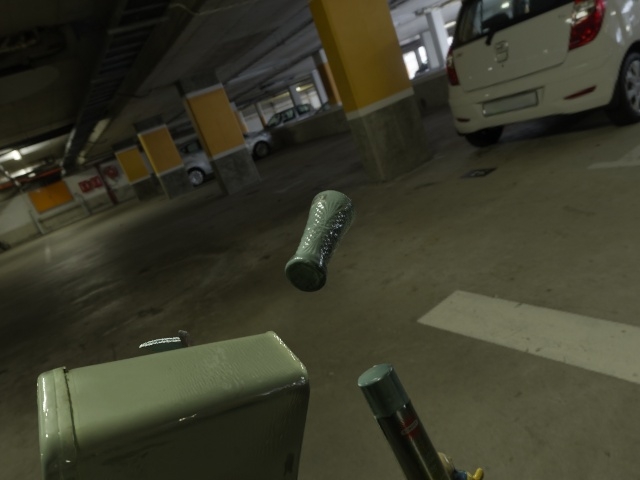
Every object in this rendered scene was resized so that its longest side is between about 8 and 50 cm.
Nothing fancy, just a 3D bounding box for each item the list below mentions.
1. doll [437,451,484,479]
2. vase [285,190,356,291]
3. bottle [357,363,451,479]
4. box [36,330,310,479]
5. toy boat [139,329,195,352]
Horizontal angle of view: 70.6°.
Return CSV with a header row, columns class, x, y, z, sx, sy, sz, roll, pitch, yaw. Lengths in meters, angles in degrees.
class,x,y,z,sx,sy,sz,roll,pitch,yaw
doll,0.290,0.532,1.028,0.179,0.089,0.102,2,12,0
vase,0.000,0.000,0.850,0.096,0.096,0.219,-13,30,26
bottle,0.168,0.383,0.886,0.082,0.286,0.082,-27,1,1
box,-0.210,0.334,0.677,0.343,0.352,0.177,-7,25,-34
toy boat,-0.372,0.261,1.105,0.122,0.096,0.034,-7,32,4
